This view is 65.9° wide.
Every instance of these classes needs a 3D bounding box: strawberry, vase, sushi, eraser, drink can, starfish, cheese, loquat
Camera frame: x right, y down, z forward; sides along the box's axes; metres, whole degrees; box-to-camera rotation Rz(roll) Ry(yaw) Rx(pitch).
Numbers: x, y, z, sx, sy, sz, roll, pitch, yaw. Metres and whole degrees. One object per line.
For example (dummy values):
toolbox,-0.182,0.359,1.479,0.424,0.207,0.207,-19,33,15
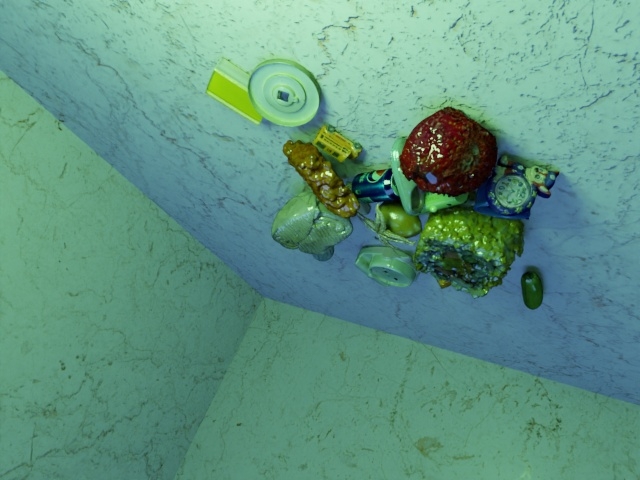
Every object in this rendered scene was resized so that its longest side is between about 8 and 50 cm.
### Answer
strawberry,0.349,-0.221,1.386,0.274,0.220,0.274,12,143,9
vase,0.000,0.000,2.478,0.128,0.128,0.248,17,149,21
sushi,0.532,0.023,1.772,0.352,0.240,0.396,22,156,11
eraser,-0.270,-0.497,1.662,0.226,0.069,0.158,31,157,-15
drink can,0.214,-0.196,1.777,0.205,0.118,0.118,-1,147,49
starfish,0.226,-0.051,1.831,0.247,0.050,0.138,42,149,-14
cheese,0.150,-0.168,2.020,0.065,0.043,0.194,16,160,36
loquat,0.305,-0.079,1.904,0.195,0.152,0.152,20,159,16

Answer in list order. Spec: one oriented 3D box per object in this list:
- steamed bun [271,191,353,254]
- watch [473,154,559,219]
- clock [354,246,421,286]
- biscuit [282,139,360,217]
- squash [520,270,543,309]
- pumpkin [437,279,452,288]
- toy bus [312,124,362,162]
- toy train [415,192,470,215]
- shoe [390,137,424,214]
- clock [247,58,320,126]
steamed bun,-0.043,-0.100,2.171,0.310,0.219,0.324,20,138,-27
watch,0.570,-0.138,1.489,0.196,0.171,0.200,21,173,8
clock,0.350,0.133,2.414,0.265,0.108,0.324,37,155,-28
biscuit,-0.001,-0.231,1.807,0.312,0.110,0.318,49,-179,-32
squash,0.874,0.203,2.037,0.082,0.082,0.292,11,154,32
pumpkin,0.529,0.072,2.105,0.148,0.169,0.312,-22,151,4
toy bus,0.059,-0.325,1.700,0.162,0.074,0.069,31,157,-11
toy train,0.388,-0.158,1.614,0.105,0.157,0.253,32,156,-24
shoe,0.296,-0.204,1.560,0.100,0.103,0.250,-3,106,41
clock,-0.115,-0.457,1.545,0.235,0.029,0.235,9,143,6
